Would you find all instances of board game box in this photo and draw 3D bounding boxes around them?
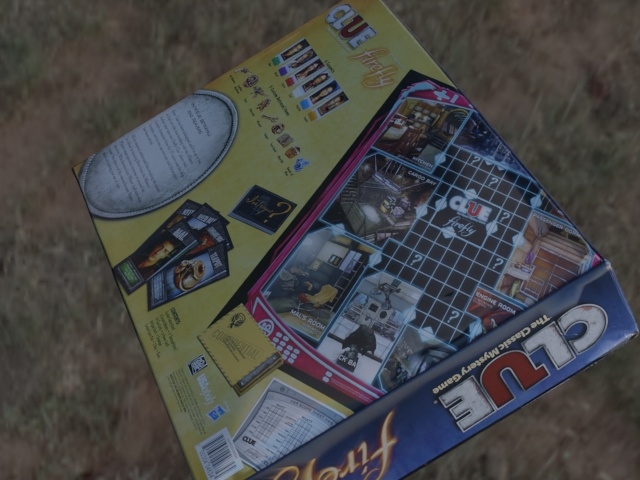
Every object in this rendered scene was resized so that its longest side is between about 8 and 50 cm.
[{"bbox_3d":[0.000,0.000,0.667,0.165,0.042,0.243,-31,37,1],"label":"board game box"}]
